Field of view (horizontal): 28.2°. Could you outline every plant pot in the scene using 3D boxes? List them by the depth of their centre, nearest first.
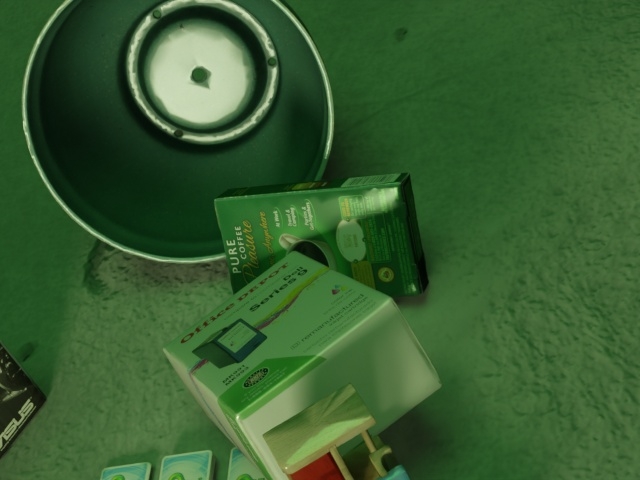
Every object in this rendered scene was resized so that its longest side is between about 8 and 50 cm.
[{"bbox_3d":[-0.129,-0.149,1.275,0.293,0.293,0.196,-16,20,9],"label":"plant pot"}]

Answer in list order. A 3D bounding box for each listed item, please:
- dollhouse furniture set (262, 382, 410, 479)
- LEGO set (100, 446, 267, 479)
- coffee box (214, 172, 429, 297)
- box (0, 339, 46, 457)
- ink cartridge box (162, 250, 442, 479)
[{"bbox_3d":[0.020,0.227,0.916,0.129,0.184,0.129,-30,46,-5],"label":"dollhouse furniture set"},{"bbox_3d":[-0.130,0.271,1.030,0.182,0.060,0.244,-10,48,19],"label":"LEGO set"},{"bbox_3d":[0.000,0.000,1.177,0.184,0.113,0.040,-6,19,19],"label":"coffee box"},{"bbox_3d":[-0.369,0.171,1.127,0.056,0.183,0.231,17,58,33],"label":"box"},{"bbox_3d":[-0.022,0.103,1.057,0.154,0.093,0.212,-36,19,-12],"label":"ink cartridge box"}]
